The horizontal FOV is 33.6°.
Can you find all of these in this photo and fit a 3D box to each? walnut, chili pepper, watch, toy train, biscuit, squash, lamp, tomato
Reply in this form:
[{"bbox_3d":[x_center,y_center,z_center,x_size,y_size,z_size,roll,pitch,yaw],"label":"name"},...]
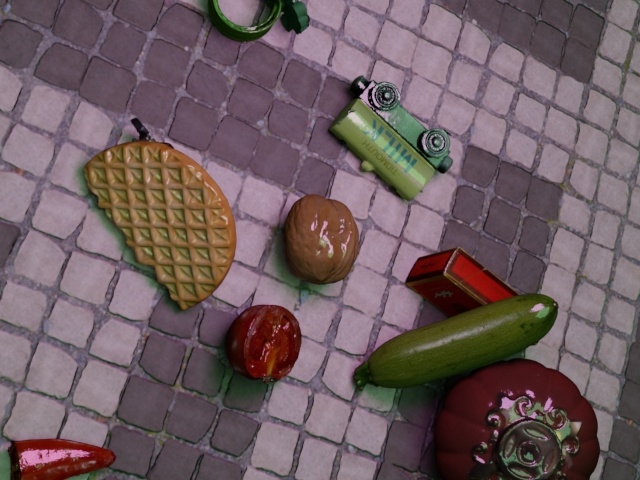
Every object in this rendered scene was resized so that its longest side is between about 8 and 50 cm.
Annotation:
[{"bbox_3d":[0.000,0.000,1.916,0.166,0.149,0.167,35,46,-45],"label":"walnut"},{"bbox_3d":[-0.412,0.358,1.712,0.168,0.065,0.088,-1,83,-28],"label":"chili pepper"},{"bbox_3d":[-0.119,-0.428,1.942,0.152,0.131,0.165,-31,96,-15],"label":"watch"},{"bbox_3d":[0.132,-0.194,2.036,0.253,0.105,0.157,42,82,-13],"label":"toy train"},{"bbox_3d":[-0.253,-0.041,1.788,0.309,0.204,0.040,55,25,-8],"label":"biscuit"},{"bbox_3d":[0.246,0.189,1.925,0.395,0.107,0.107,-22,91,14],"label":"squash"},{"bbox_3d":[0.357,0.366,1.939,0.303,0.257,0.303,0,89,1],"label":"lamp"},{"bbox_3d":[-0.111,0.178,1.863,0.159,0.091,0.139,10,86,-50],"label":"tomato"}]

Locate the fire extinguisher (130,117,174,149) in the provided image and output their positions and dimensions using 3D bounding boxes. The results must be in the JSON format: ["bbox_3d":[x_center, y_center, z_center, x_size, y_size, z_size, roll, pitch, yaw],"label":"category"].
[{"bbox_3d":[-0.265,-0.107,1.832,0.071,0.099,0.231,-27,95,0],"label":"fire extinguisher"}]

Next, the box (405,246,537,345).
[{"bbox_3d":[0.298,0.114,2.023,0.239,0.153,0.074,37,73,-15],"label":"box"}]
